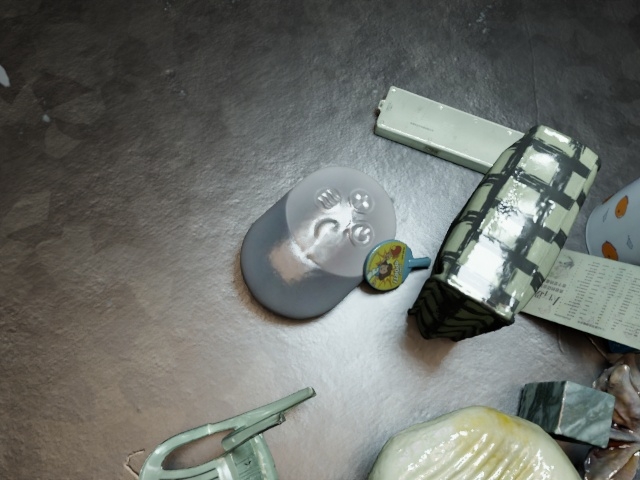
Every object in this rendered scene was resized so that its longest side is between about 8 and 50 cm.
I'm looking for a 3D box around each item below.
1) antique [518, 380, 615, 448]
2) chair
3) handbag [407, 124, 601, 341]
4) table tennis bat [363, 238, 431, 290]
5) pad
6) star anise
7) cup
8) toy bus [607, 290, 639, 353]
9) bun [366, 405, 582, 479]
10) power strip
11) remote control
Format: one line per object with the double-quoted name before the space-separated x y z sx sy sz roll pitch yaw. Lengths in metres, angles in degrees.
"antique" 0.414 0.297 1.045 0.086 0.183 0.088 18 76 0
"chair" -0.129 0.382 0.986 0.275 0.190 0.203 -28 74 17
"handbag" 0.297 0.010 1.054 0.162 0.327 0.325 32 73 8
"table tennis bat" 0.147 0.046 1.159 0.155 0.019 0.100 -2 106 -32
"pad" 0.507 0.097 1.121 0.265 0.009 0.159 17 66 42
"star anise" 0.524 0.325 1.072 0.198 0.110 0.257 15 80 -44
"cup" 0.661 -0.041 1.100 0.212 0.317 0.212 1 73 -4
"toy bus" 0.673 0.145 1.138 0.246 0.134 0.113 -4 73 -4
"bun" 0.242 0.450 0.966 0.365 0.219 0.365 1 74 -5
"power strip" 0.292 -0.216 1.273 0.367 0.043 0.106 21 73 3
"remote control" 0.000 0.000 1.152 0.332 0.103 0.221 -43 87 -14
